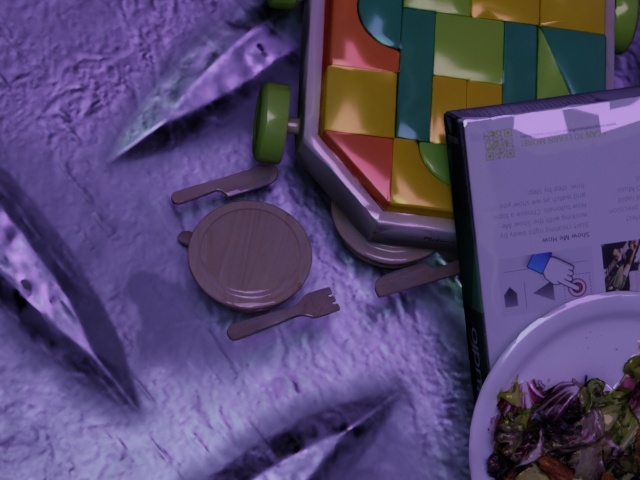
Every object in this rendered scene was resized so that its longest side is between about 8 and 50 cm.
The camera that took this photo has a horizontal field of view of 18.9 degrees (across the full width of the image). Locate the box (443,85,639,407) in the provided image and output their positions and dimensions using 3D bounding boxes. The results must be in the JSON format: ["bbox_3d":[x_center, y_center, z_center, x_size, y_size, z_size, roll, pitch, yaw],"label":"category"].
[{"bbox_3d":[0.215,0.058,1.284,0.232,0.058,0.322,-8,99,-7],"label":"box"}]

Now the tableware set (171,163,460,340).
[{"bbox_3d":[0.000,0.000,1.348,0.194,0.039,0.128,-17,63,-14],"label":"tableware set"}]

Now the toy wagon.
[{"bbox_3d":[0.094,-0.160,1.365,0.267,0.068,0.344,7,71,-9],"label":"toy wagon"}]

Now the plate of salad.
[{"bbox_3d":[0.195,0.132,1.239,0.200,0.048,0.199,-1,100,-8],"label":"plate of salad"}]
